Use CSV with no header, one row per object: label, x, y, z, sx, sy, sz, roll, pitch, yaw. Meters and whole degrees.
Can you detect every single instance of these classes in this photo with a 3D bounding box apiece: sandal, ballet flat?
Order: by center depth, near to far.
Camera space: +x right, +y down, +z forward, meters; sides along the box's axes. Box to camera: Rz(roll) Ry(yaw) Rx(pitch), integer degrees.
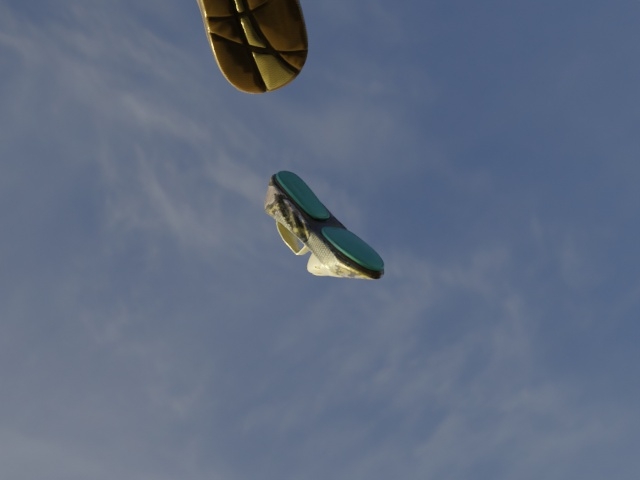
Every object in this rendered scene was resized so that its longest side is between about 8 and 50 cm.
sandal,-0.045,-0.169,0.734,0.072,0.049,0.180,-11,-57,-3
ballet flat,0.000,0.000,0.881,0.041,0.114,0.041,-27,-38,-23
